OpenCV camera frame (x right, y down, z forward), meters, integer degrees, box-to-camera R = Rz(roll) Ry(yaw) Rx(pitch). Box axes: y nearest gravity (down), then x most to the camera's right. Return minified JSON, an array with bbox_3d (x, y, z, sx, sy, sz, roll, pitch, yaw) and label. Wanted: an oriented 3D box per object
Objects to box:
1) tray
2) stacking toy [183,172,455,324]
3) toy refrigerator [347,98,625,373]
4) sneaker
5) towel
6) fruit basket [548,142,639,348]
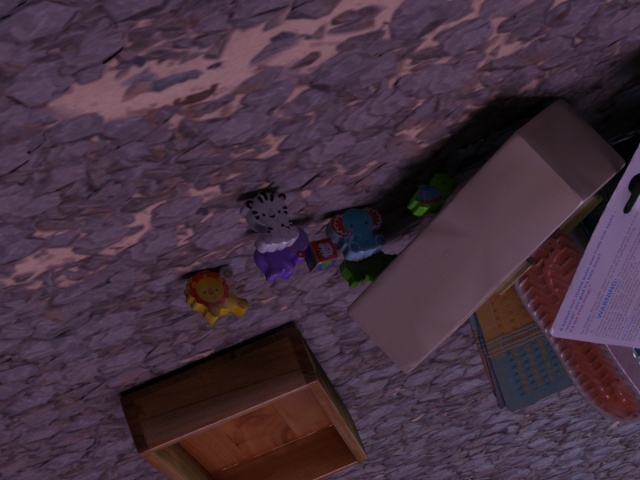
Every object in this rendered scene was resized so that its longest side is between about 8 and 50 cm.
[{"bbox_3d":[-0.076,0.216,2.060,0.203,0.076,0.411,-22,159,1],"label":"tray"},{"bbox_3d":[0.000,0.000,1.638,0.221,0.052,0.167,-13,160,-28],"label":"stacking toy"},{"bbox_3d":[0.150,0.002,1.638,0.269,0.094,0.102,-49,172,37],"label":"toy refrigerator"},{"bbox_3d":[0.279,0.044,1.804,0.108,0.121,0.302,8,141,37],"label":"sneaker"},{"bbox_3d":[0.280,0.033,1.893,0.271,0.040,0.370,-23,143,1],"label":"towel"},{"bbox_3d":[0.383,-0.042,1.695,0.353,0.165,0.327,11,108,-38],"label":"fruit basket"}]
